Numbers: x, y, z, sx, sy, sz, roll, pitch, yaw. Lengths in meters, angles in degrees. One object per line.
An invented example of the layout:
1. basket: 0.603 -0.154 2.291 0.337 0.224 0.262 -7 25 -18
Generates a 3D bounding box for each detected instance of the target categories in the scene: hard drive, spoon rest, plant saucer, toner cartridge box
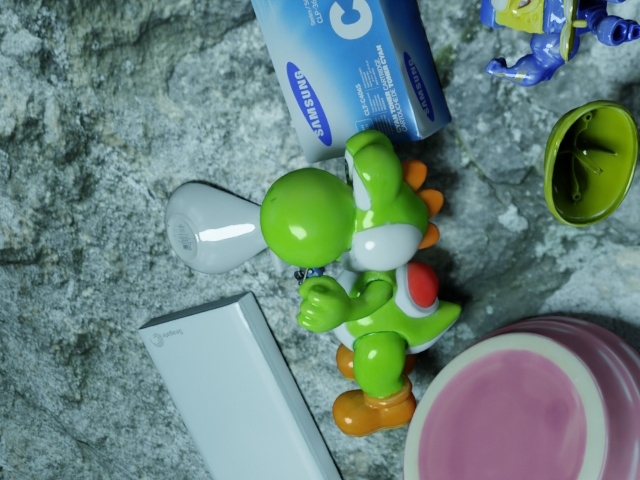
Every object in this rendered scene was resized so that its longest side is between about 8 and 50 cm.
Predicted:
1. hard drive: -0.118 0.262 1.425 0.233 0.047 0.352 -17 101 40
2. spoon rest: -0.119 -0.009 1.280 0.276 0.084 0.137 9 116 47
3. plant saucer: 0.210 0.229 1.006 0.332 0.332 0.084 -19 141 40
4. toner cartridge box: 0.011 -0.269 1.042 0.165 0.075 0.347 -8 108 39

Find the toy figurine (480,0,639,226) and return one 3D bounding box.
1. toy figurine: 0.239 -0.223 0.897 0.217 0.191 0.362 44 147 50

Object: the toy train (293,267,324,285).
1. toy train: 0.000 0.000 1.221 0.036 0.027 0.158 26 126 10

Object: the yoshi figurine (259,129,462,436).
1. yoshi figurine: 0.023 0.046 1.086 0.204 0.203 0.362 25 134 38
